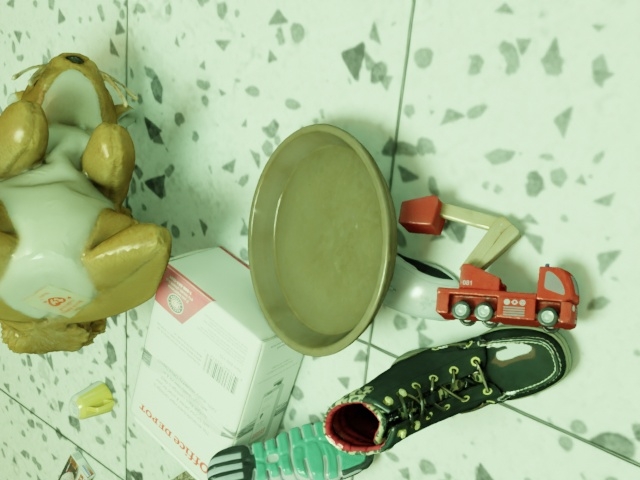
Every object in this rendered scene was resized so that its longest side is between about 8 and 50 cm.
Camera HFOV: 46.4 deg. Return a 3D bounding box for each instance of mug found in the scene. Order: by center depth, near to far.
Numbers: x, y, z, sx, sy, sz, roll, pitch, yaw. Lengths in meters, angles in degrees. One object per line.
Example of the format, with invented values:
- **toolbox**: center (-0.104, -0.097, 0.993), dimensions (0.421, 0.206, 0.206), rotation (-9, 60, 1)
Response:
- **mug**: center (-0.423, 0.296, 1.377), dimensions (0.078, 0.064, 0.062), rotation (-39, 76, 39)

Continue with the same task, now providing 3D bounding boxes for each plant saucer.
- **plant saucer**: center (0.000, 0.000, 0.902), dimensions (0.278, 0.041, 0.277), rotation (-3, 86, 53)

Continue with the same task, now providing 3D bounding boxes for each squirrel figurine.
- **squirrel figurine**: center (-0.369, -0.055, 1.059), dimensions (0.397, 0.281, 0.370), rotation (109, 155, -52)

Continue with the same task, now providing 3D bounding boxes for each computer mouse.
- **computer mouse**: center (0.080, 0.043, 0.900), dimensions (0.193, 0.042, 0.105), rotation (22, 115, 34)

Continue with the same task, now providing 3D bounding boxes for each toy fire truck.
- **toy fire truck**: center (0.176, 0.023, 0.796), dimensions (0.192, 0.047, 0.135), rotation (2, 75, 23)

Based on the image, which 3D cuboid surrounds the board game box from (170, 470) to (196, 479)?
- **board game box**: center (-0.230, 0.565, 1.242), dimensions (0.232, 0.141, 0.291), rotation (45, 126, 21)

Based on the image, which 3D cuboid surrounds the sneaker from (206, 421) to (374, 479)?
- **sneaker**: center (-0.037, 0.310, 1.019), dimensions (0.098, 0.224, 0.083), rotation (79, -177, -50)

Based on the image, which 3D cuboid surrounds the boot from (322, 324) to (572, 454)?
- **boot**: center (0.133, 0.164, 0.800), dimensions (0.237, 0.179, 0.085), rotation (-19, 90, 41)

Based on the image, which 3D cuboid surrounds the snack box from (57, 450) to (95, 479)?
- **snack box**: center (-0.513, 0.507, 1.539), dimensions (0.064, 0.022, 0.178), rotation (46, 127, 19)

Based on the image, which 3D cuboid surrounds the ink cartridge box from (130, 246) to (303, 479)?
- **ink cartridge box**: center (-0.151, 0.184, 1.082), dimensions (0.207, 0.117, 0.282), rotation (34, 121, 28)
